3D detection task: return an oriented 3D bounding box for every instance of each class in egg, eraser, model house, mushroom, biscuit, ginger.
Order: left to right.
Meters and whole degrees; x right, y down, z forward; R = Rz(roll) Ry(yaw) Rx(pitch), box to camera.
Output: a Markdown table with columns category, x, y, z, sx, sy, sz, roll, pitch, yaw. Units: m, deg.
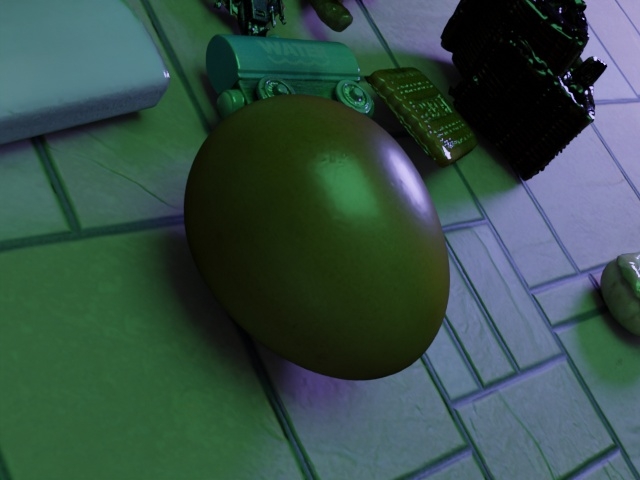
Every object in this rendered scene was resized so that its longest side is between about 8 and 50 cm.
| category | x | y | z | sx | sy | sz | roll | pitch | yaw |
| --- | --- | --- | --- | --- | --- | --- | --- | --- | --- |
| eraser | -0.313 | -0.197 | 0.913 | 0.270 | 0.095 | 0.174 | -27 | 78 | -46 |
| egg | 0.000 | 0.000 | 0.904 | 0.322 | 0.250 | 0.250 | 55 | 42 | -4 |
| ginger | 0.036 | -0.450 | 1.406 | 0.166 | 0.080 | 0.333 | 31 | 49 | 5 |
| biscuit | 0.161 | -0.193 | 1.288 | 0.172 | 0.029 | 0.254 | 51 | 24 | 3 |
| model house | 0.375 | -0.282 | 1.391 | 0.297 | 0.317 | 0.283 | 2 | 55 | -29 |
| mushroom | 0.523 | 0.082 | 1.363 | 0.154 | 0.122 | 0.154 | 24 | 40 | -22 |

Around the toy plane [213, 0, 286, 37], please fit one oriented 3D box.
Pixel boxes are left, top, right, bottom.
| category | x | y | z | sx | sy | sz | roll | pitch | yaw |
| --- | --- | --- | --- | --- | --- | --- | --- | --- | --- |
| toy plane | -0.094 | -0.311 | 1.201 | 0.130 | 0.061 | 0.189 | 6 | 56 | -37 |

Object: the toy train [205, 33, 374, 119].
| category | x | y | z | sx | sy | sz | roll | pitch | yaw |
| --- | --- | --- | --- | --- | --- | --- | --- | --- | --- |
| toy train | -0.039 | -0.206 | 1.135 | 0.248 | 0.101 | 0.159 | -5 | 65 | -40 |
